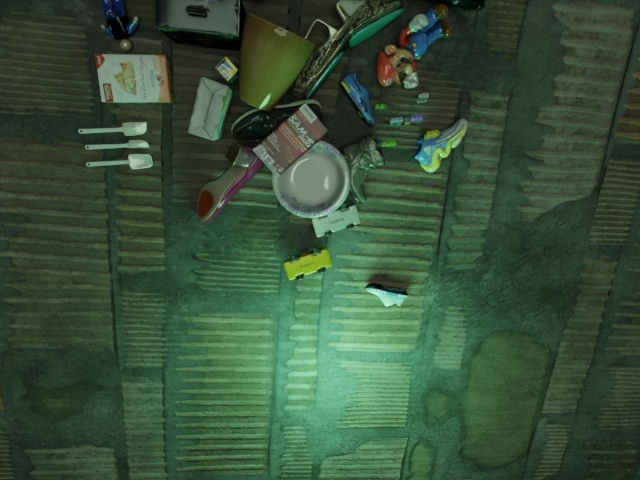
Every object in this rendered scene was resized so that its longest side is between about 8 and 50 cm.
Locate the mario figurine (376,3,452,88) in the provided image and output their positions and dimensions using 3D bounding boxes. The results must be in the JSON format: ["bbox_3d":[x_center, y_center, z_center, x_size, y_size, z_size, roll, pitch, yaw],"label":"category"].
[{"bbox_3d":[0.341,-0.668,1.471,0.320,0.170,0.198,-43,108,5],"label":"mario figurine"}]

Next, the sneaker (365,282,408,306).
[{"bbox_3d":[0.276,0.241,1.774,0.191,0.071,0.082,16,109,-10],"label":"sneaker"}]

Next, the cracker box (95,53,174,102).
[{"bbox_3d":[-0.643,-0.561,1.440,0.233,0.067,0.155,-2,105,-5],"label":"cracker box"}]

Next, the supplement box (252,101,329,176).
[{"bbox_3d":[-0.101,-0.345,1.421,0.239,0.073,0.130,-41,103,8],"label":"supplement box"}]

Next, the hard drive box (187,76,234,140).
[{"bbox_3d":[-0.371,-0.446,1.418,0.089,0.232,0.180,17,104,-11],"label":"hard drive box"}]

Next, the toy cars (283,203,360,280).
[{"bbox_3d":[0.000,0.000,1.668,0.177,0.087,0.393,31,97,-19],"label":"toy cars"}]

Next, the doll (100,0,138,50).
[{"bbox_3d":[-0.679,-0.743,1.395,0.129,0.046,0.188,-10,106,-3],"label":"doll"}]

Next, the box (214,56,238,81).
[{"bbox_3d":[-0.315,-0.579,1.419,0.054,0.169,0.059,-42,107,5],"label":"box"}]

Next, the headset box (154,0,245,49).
[{"bbox_3d":[-0.371,-0.708,1.317,0.247,0.283,0.131,3,105,-8],"label":"headset box"}]

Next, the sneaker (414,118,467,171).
[{"bbox_3d":[0.458,-0.388,1.602,0.126,0.091,0.240,31,101,-13],"label":"sneaker"}]

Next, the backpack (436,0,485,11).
[{"bbox_3d":[0.402,-0.926,1.366,0.357,0.290,0.272,-1,97,1],"label":"backpack"}]

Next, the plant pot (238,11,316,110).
[{"bbox_3d":[-0.173,-0.570,1.359,0.238,0.237,0.254,21,114,-12],"label":"plant pot"}]

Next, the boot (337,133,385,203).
[{"bbox_3d":[0.176,-0.271,1.588,0.161,0.083,0.246,-18,106,15],"label":"boot"}]

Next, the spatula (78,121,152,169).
[{"bbox_3d":[-0.750,-0.343,1.515,0.243,0.019,0.168,-5,107,-5],"label":"spatula"}]

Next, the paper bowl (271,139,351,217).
[{"bbox_3d":[-0.028,-0.227,1.542,0.285,0.148,0.283,1,95,8],"label":"paper bowl"}]

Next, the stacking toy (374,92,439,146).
[{"bbox_3d":[0.323,-0.453,1.558,0.222,0.052,0.166,-11,83,-2],"label":"stacking toy"}]

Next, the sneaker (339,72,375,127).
[{"bbox_3d":[0.158,-0.524,1.542,0.082,0.069,0.209,-36,106,0],"label":"sneaker"}]

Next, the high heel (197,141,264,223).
[{"bbox_3d":[-0.326,-0.205,1.574,0.377,0.181,0.127,-49,64,27],"label":"high heel"}]

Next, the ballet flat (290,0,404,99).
[{"bbox_3d":[0.058,-0.710,1.439,0.483,0.164,0.182,-40,97,9],"label":"ballet flat"}]

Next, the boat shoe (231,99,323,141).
[{"bbox_3d":[-0.152,-0.407,1.492,0.341,0.112,0.127,-12,149,-3],"label":"boat shoe"}]
